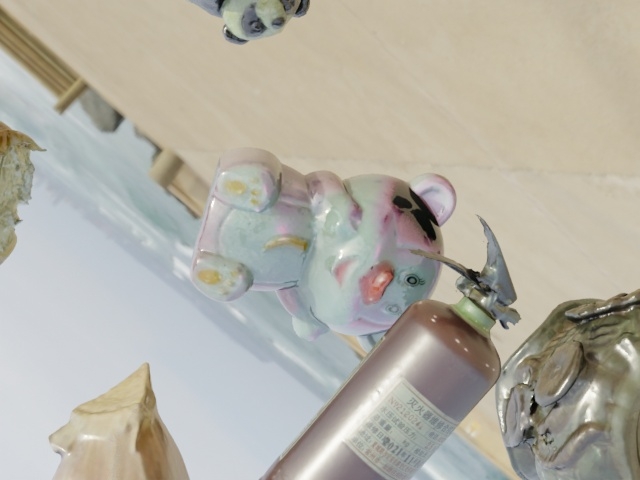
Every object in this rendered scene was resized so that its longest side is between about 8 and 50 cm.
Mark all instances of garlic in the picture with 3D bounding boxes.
[{"bbox_3d":[-0.120,0.244,0.588,0.128,0.148,0.266,23,130,39],"label":"garlic"}]

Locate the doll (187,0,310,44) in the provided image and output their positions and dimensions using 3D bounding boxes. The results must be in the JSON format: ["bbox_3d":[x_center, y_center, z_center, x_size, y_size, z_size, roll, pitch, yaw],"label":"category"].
[{"bbox_3d":[-0.121,-0.340,1.030,0.234,0.143,0.135,34,162,12],"label":"doll"}]

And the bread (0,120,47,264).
[{"bbox_3d":[-0.523,-0.053,1.034,0.250,0.225,0.279,24,-155,24],"label":"bread"}]

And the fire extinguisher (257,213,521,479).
[{"bbox_3d":[0.041,0.090,0.510,0.099,0.231,0.071,34,-171,-27],"label":"fire extinguisher"}]

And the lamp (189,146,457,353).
[{"bbox_3d":[0.000,0.000,1.062,0.301,0.247,0.247,15,-168,-10],"label":"lamp"}]

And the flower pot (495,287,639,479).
[{"bbox_3d":[0.362,0.198,1.027,0.302,0.302,0.213,42,168,-18],"label":"flower pot"}]
